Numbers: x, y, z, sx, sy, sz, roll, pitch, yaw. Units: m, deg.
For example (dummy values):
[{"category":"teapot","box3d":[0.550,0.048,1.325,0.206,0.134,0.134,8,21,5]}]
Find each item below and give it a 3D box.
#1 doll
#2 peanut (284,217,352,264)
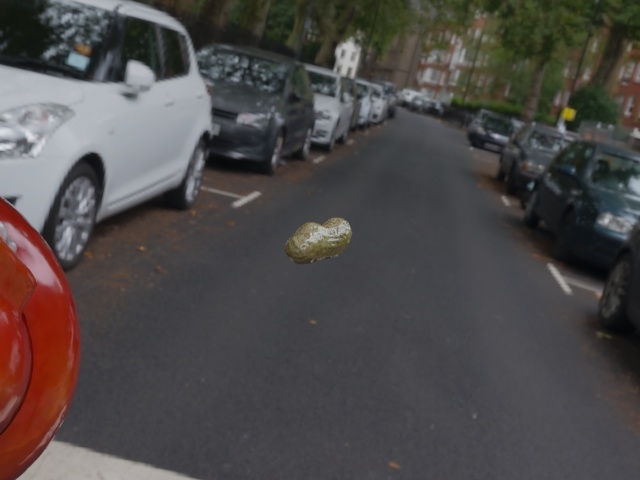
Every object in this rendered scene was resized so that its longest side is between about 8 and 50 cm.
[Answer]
[{"category":"doll","box3d":[-0.206,0.044,0.382,0.182,0.160,0.363,44,-25,-19]},{"category":"peanut","box3d":[0.000,0.000,1.063,0.054,0.054,0.113,23,29,38]}]
